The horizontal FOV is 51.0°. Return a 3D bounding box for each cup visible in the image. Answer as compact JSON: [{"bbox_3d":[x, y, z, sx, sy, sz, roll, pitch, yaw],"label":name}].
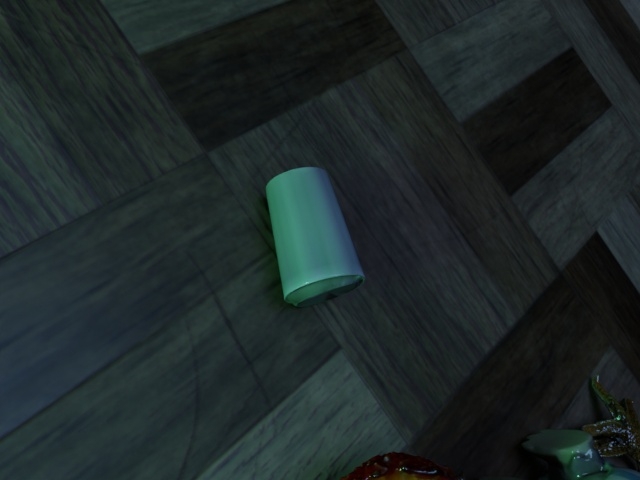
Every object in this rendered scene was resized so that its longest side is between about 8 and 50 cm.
[{"bbox_3d":[0.000,0.000,0.623,0.104,0.074,0.116,14,56,-54],"label":"cup"}]

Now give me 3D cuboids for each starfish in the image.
[{"bbox_3d":[0.348,0.224,0.761,0.133,0.041,0.130,-41,96,-37],"label":"starfish"}]

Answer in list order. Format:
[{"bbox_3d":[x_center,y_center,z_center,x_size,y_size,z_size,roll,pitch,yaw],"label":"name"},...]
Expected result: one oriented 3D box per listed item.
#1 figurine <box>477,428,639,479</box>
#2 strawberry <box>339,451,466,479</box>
[{"bbox_3d":[0.343,0.327,0.507,0.266,0.377,0.361,-21,84,-37],"label":"figurine"},{"bbox_3d":[0.043,0.238,0.536,0.187,0.082,0.147,0,94,-24],"label":"strawberry"}]
